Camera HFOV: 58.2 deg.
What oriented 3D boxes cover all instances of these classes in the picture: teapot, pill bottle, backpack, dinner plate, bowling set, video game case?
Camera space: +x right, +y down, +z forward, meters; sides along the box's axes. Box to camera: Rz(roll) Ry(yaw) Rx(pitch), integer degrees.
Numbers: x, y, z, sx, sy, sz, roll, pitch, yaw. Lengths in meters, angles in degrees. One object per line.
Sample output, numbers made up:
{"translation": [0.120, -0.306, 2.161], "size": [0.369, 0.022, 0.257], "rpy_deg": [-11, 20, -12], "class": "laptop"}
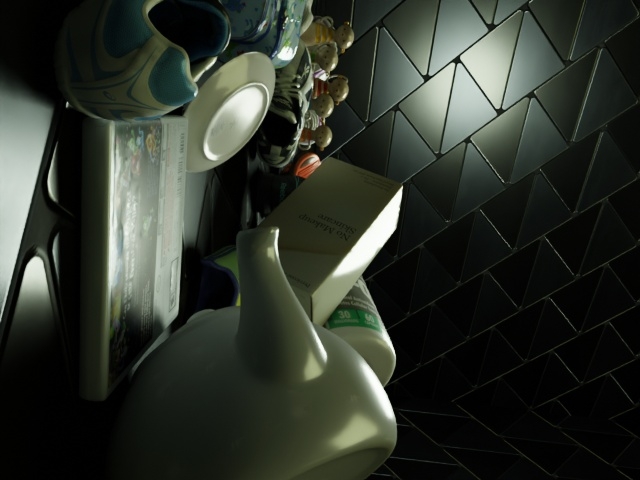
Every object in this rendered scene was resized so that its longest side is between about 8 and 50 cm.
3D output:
{"translation": [-0.074, 0.146, 0.495], "size": [0.187, 0.256, 0.252], "rpy_deg": [58, 5, 30], "class": "teapot"}
{"translation": [-0.009, 0.120, 1.083], "size": [0.361, 0.204, 0.204], "rpy_deg": [-112, -160, -49], "class": "pill bottle"}
{"translation": [-0.074, -0.235, 0.587], "size": [0.084, 0.105, 0.114], "rpy_deg": [-34, 137, -58], "class": "backpack"}
{"translation": [-0.089, -0.122, 0.577], "size": [0.141, 0.017, 0.141], "rpy_deg": [-46, 165, -16], "class": "dinner plate"}
{"translation": [-0.018, -0.319, 1.188], "size": [0.200, 0.154, 0.287], "rpy_deg": [-79, 174, -73], "class": "bowling set"}
{"translation": [-0.141, -0.001, 0.450], "size": [0.173, 0.022, 0.190], "rpy_deg": [-78, 175, -77], "class": "video game case"}

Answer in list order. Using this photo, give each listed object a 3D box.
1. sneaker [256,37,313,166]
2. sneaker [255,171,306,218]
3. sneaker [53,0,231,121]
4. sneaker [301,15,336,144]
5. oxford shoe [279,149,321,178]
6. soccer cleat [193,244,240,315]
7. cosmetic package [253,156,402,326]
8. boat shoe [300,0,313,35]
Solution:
{"translation": [-0.062, -0.245, 0.978], "size": [0.153, 0.094, 0.235], "rpy_deg": [-146, -108, -82], "class": "sneaker"}
{"translation": [-0.069, -0.086, 1.180], "size": [0.267, 0.106, 0.101], "rpy_deg": [-81, 174, -84], "class": "sneaker"}
{"translation": [-0.095, -0.157, 0.387], "size": [0.085, 0.086, 0.237], "rpy_deg": [92, 3, -46], "class": "sneaker"}
{"translation": [-0.040, -0.400, 1.438], "size": [0.152, 0.114, 0.305], "rpy_deg": [-121, -141, -70], "class": "sneaker"}
{"translation": [-0.065, -0.146, 1.382], "size": [0.098, 0.097, 0.271], "rpy_deg": [53, -22, 14], "class": "oxford shoe"}
{"translation": [-0.130, 0.146, 0.707], "size": [0.121, 0.093, 0.289], "rpy_deg": [-2, 104, -58], "class": "soccer cleat"}
{"translation": [0.000, 0.000, 0.968], "size": [0.309, 0.160, 0.113], "rpy_deg": [-49, 153, -41], "class": "cosmetic package"}
{"translation": [-0.052, -0.471, 1.149], "size": [0.063, 0.066, 0.184], "rpy_deg": [37, 47, -33], "class": "boat shoe"}
